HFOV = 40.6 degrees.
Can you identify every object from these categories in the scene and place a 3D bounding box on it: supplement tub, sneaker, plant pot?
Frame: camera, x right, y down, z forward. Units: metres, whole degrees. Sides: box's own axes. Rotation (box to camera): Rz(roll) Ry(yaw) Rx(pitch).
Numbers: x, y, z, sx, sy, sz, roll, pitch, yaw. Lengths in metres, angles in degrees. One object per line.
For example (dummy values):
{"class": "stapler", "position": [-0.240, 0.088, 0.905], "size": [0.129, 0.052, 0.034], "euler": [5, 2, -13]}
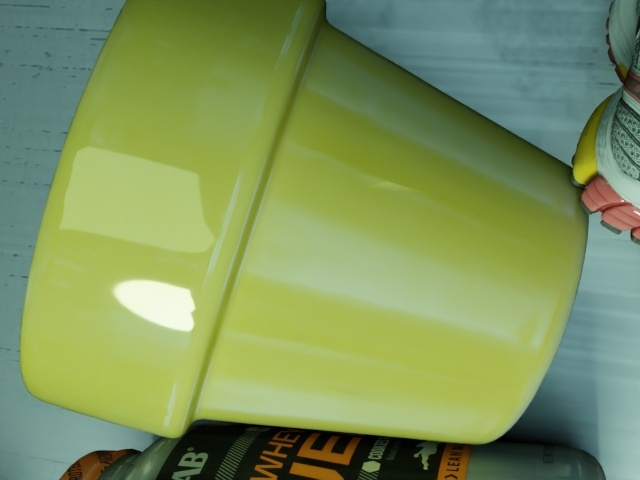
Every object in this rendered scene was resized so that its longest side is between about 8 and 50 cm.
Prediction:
{"class": "supplement tub", "position": [0.003, 0.209, 0.503], "size": [0.316, 0.193, 0.194], "euler": [-1, 94, 15]}
{"class": "sneaker", "position": [0.200, -0.101, 0.439], "size": [0.088, 0.093, 0.225], "euler": [24, 55, -1]}
{"class": "plant pot", "position": [0.000, 0.000, 0.477], "size": [0.239, 0.254, 0.254], "euler": [19, 99, -4]}
